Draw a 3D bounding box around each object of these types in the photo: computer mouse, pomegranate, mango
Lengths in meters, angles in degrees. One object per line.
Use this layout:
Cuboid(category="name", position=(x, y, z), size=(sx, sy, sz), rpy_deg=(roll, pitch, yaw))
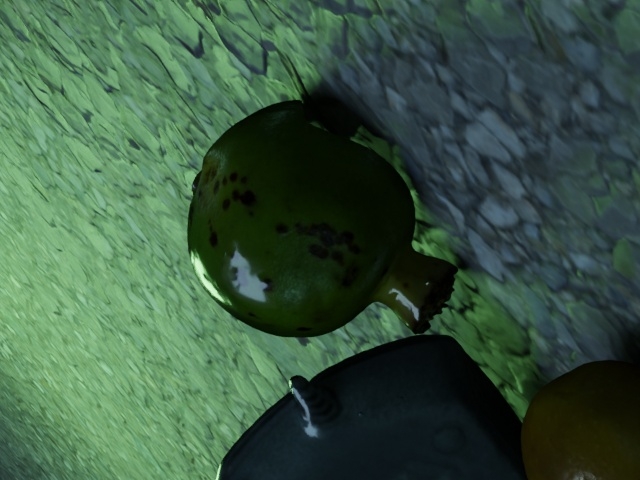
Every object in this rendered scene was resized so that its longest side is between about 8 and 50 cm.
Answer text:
Cuboid(category="computer mouse", position=(0.079, 0.196, 1.151), size=(0.371, 0.188, 0.122), rpy_deg=(52, -172, -29))
Cuboid(category="pomegranate", position=(-0.010, 0.003, 1.072), size=(0.169, 0.122, 0.143), rpy_deg=(47, 132, 17))
Cuboid(category="mango", position=(0.200, 0.156, 0.946), size=(0.227, 0.099, 0.136), rpy_deg=(40, 157, 2))
